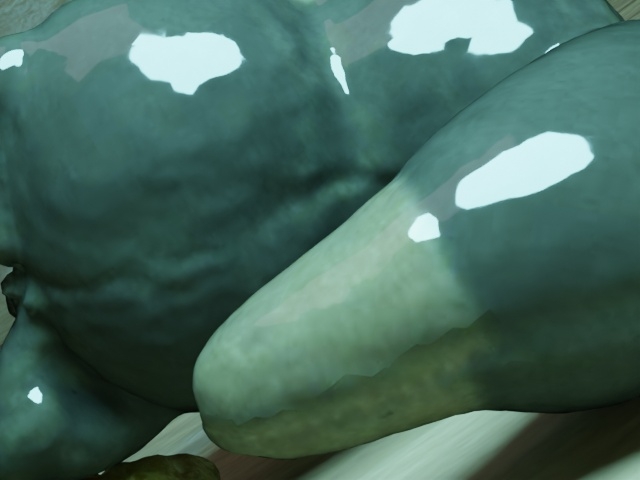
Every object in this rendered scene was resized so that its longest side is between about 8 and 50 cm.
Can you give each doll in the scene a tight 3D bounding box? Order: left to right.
[{"bbox_3d":[-0.014,-0.031,0.647,0.382,0.252,0.378,-25,5,-4],"label":"doll"}]

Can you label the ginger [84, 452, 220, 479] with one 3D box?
[{"bbox_3d":[-0.144,0.164,0.726,0.115,0.081,0.205,10,24,31],"label":"ginger"}]
